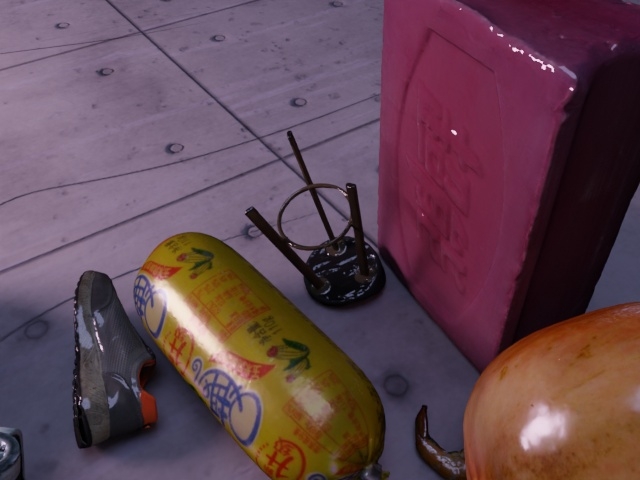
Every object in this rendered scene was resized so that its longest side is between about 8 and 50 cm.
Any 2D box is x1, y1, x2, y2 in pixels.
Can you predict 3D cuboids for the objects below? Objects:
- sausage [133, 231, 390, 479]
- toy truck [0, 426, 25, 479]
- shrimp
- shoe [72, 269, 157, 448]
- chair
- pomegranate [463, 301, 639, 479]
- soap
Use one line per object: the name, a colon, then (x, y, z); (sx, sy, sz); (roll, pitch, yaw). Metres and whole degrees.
sausage: (-0.069, 0.103, 0.582); (0.123, 0.123, 0.347); (-31, 53, -29)
toy truck: (-0.320, 0.227, 0.384); (0.185, 0.132, 0.338); (9, 20, 1)
shrimp: (0.144, 0.169, 0.586); (0.091, 0.025, 0.127); (28, 53, 28)
shoe: (-0.205, 0.111, 0.619); (0.077, 0.074, 0.194); (-1, 45, -19)
chair: (0.001, -0.001, 0.655); (0.095, 0.221, 0.104); (-39, 55, -5)
pomegranate: (0.207, 0.166, 0.435); (0.271, 0.252, 0.229); (-8, 65, -12)
soap: (0.163, -0.064, 0.592); (0.128, 0.359, 0.233); (-22, 48, -17)
